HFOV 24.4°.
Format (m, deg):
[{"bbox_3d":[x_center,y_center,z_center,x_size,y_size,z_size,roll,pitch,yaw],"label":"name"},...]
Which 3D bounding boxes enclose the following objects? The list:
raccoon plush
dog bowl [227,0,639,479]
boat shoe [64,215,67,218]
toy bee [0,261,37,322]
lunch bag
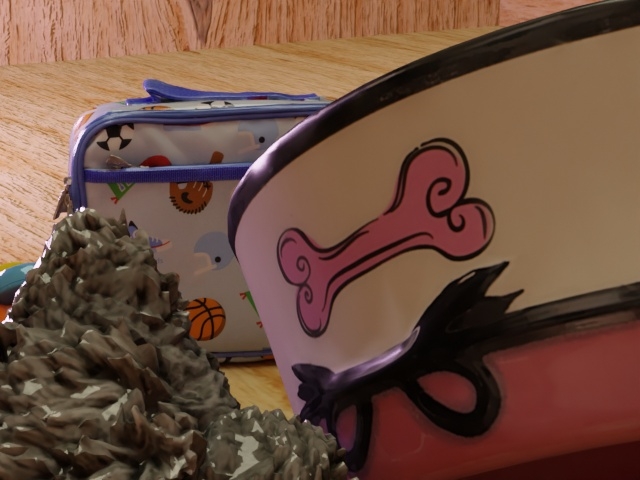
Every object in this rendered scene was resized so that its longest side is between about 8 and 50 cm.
[{"bbox_3d":[-0.137,0.151,0.460,0.299,0.216,0.446,-40,10,3],"label":"raccoon plush"},{"bbox_3d":[0.167,0.042,0.668,0.408,0.150,0.408,-5,-19,-2],"label":"dog bowl"},{"bbox_3d":[-0.181,-0.025,1.600,0.102,0.108,0.301,3,18,14],"label":"boat shoe"},{"bbox_3d":[-0.235,0.078,1.030,0.162,0.298,0.195,-29,30,18],"label":"toy bee"},{"bbox_3d":[-0.082,-0.019,1.301,0.303,0.243,0.115,-2,15,-11],"label":"lunch bag"}]
